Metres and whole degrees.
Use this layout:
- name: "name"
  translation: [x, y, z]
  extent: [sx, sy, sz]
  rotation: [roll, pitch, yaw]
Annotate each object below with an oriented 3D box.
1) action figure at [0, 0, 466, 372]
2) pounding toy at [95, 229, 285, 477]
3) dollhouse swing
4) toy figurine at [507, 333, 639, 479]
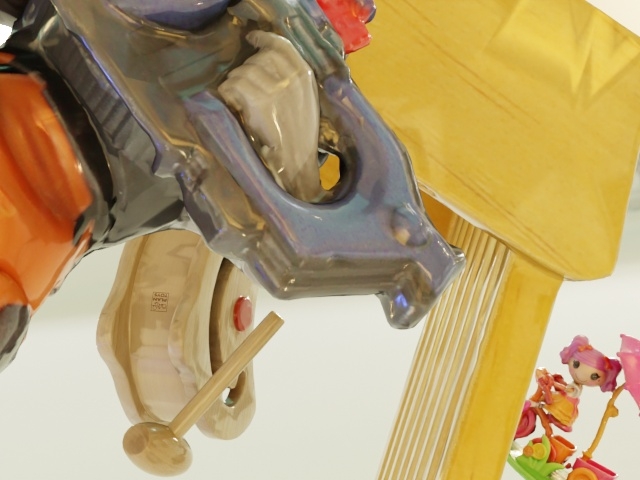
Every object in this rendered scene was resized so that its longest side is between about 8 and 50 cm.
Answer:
- name: "action figure"
  translation: [-0.129, -0.072, 0.488]
  extent: [0.330, 0.341, 0.178]
  rotation: [-25, 169, -25]
- name: "pounding toy"
  translation: [-0.072, 0.075, 1.105]
  extent: [0.155, 0.154, 0.269]
  rotation: [3, -119, 23]
- name: "dollhouse swing"
  translation: [0.000, 0.000, 0.803]
  extent: [0.305, 0.315, 0.347]
  rotation: [-57, -179, -3]
- name: "toy figurine"
  translation: [0.246, 0.154, 1.306]
  extent: [0.173, 0.159, 0.130]
  rotation: [35, -172, 21]
